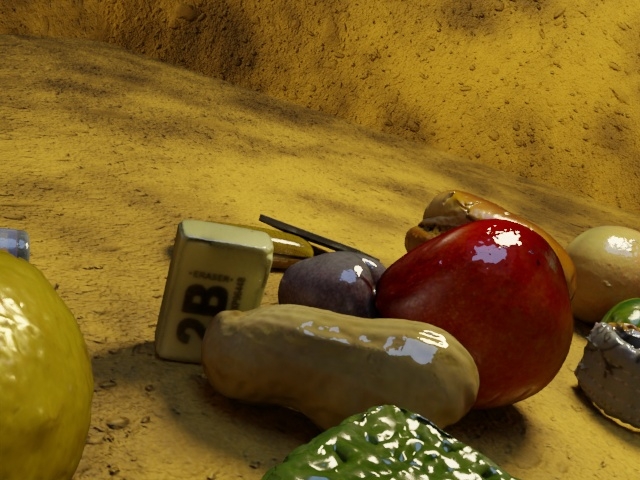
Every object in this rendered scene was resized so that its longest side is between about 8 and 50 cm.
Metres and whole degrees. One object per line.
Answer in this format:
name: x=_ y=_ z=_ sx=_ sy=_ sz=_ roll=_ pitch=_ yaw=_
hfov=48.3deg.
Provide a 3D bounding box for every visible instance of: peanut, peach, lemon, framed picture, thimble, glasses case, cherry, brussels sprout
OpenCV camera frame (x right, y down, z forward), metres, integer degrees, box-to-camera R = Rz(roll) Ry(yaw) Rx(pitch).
peanut: x=0.016 y=0.154 z=0.806 sx=0.318 sy=0.148 sz=0.147 roll=6 pitch=17 yaw=10
peach: x=0.200 y=0.088 z=0.942 sx=0.274 sy=0.245 sz=0.248 roll=2 pitch=32 yaw=-43
lemon: x=-0.288 y=0.121 z=0.486 sx=0.260 sy=0.261 sz=0.284 roll=17 pitch=-6 yaw=4
framed picture: x=0.000 y=0.000 z=1.331 sx=0.203 sy=0.015 sz=0.150 roll=20 pitch=-2 yaw=21
thimble: x=0.465 y=0.201 z=1.061 sx=0.127 sy=0.118 sz=0.151 roll=7 pitch=21 yaw=-23
glasses case: x=-0.122 y=0.008 z=1.234 sx=0.234 sy=0.064 sz=0.079 roll=8 pitch=13 yaw=-23
cherry: x=0.021 y=0.085 z=1.016 sx=0.176 sy=0.140 sz=0.176 roll=-3 pitch=2 yaw=0
peach: x=0.575 y=0.083 z=1.376 sx=0.232 sy=0.233 sz=0.232 roll=14 pitch=19 yaw=-5
brussels sprout: x=0.558 y=0.163 z=1.236 sx=0.149 sy=0.122 sz=0.151 roll=10 pitch=18 yaw=-6

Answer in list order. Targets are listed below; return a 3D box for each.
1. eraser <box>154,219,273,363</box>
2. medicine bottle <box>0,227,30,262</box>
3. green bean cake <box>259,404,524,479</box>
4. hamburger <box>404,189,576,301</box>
eraser: x=-0.133 y=0.068 z=0.881 sx=0.117 sy=0.172 sz=0.058 roll=10 pitch=21 yaw=-16
medicine bottle: x=-0.475 y=0.020 z=0.889 sx=0.203 sy=0.083 sz=0.083 roll=3 pitch=22 yaw=-27
green bean cake: x=0.082 y=0.254 z=0.588 sx=0.248 sy=0.125 sz=0.222 roll=27 pitch=21 yaw=30
hamburger: x=0.297 y=0.040 z=1.240 sx=0.290 sy=0.170 sz=0.314 roll=34 pitch=-4 yaw=24
